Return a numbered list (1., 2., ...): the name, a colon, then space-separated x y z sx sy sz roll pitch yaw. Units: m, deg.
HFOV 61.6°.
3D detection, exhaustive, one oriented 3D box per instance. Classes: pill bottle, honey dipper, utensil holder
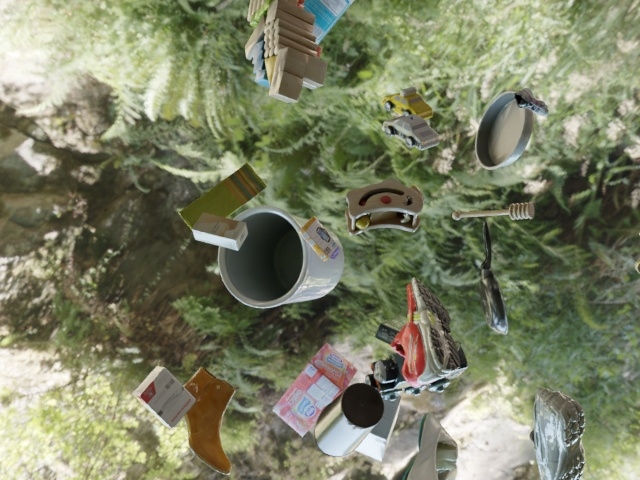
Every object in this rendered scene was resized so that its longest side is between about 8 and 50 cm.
1. pill bottle: 0.004 -0.705 1.575 0.146 0.264 0.146 40 -163 -14
2. honey dipper: 0.323 -0.051 1.021 0.160 0.031 0.030 -4 160 44
3. utensil holder: -0.116 0.063 1.882 0.327 0.328 0.385 46 -166 19

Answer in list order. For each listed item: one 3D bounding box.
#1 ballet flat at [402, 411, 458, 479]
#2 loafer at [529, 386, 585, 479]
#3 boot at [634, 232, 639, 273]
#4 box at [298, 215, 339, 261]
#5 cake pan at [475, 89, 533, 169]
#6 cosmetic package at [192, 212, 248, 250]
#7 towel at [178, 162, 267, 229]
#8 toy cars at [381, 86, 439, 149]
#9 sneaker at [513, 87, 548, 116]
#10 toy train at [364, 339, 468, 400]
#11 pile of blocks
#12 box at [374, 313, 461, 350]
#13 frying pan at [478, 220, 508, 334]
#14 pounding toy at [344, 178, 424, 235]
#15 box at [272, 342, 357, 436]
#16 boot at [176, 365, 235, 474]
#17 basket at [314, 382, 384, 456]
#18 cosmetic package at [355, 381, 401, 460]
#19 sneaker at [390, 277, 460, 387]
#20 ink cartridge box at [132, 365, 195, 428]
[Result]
1. ballet flat: 0.334 0.637 1.550 0.139 0.139 0.400 42 -156 7
2. loafer: 0.571 0.496 1.307 0.111 0.320 0.111 -18 -154 -23
3. boot: 1.101 0.020 1.766 0.077 0.213 0.165 58 -173 -27
4. box: 0.000 0.000 1.624 0.136 0.028 0.081 51 -142 -8
5. cake pan: 0.676 -0.400 1.974 0.054 0.293 0.293 11 -153 -18
6. cosmetic package: -0.235 -0.022 1.261 0.115 0.041 0.060 12 -128 13
7. towel: -0.266 -0.113 1.470 0.102 0.237 0.021 47 168 22
8. toy cars: 0.291 -0.420 1.764 0.176 0.087 0.394 3 -143 3
9. sneaker: 0.542 -0.352 1.401 0.069 0.038 0.098 -27 -114 -30
10. toy train: 0.310 0.414 1.732 0.333 0.190 0.142 -5 -124 -17
11. pile of blocks: -0.062 -0.379 1.043 0.112 0.149 0.363 13 -127 -31
12. box: 0.294 0.297 1.599 0.220 0.051 0.175 22 -168 23
13. frying pan: 0.498 0.130 1.562 0.197 0.053 0.326 -93 -10 -59
14. pounding toy: 0.194 -0.065 1.508 0.269 0.155 0.154 -18 -132 -18
15. box: -0.020 0.534 1.913 0.154 0.300 0.142 39 -148 10
16. boot: -0.331 0.554 1.676 0.295 0.211 0.104 39 171 14
17. basket: 0.093 0.516 1.581 0.154 0.227 0.204 42 -125 14
18. cosmetic package: 0.182 0.634 1.885 0.151 0.152 0.184 17 -138 16
19. sneaker: 0.191 0.178 1.083 0.107 0.118 0.279 43 -156 -17
20. ink cartridge box: -0.420 0.422 1.447 0.099 0.056 0.135 -50 -63 -34
